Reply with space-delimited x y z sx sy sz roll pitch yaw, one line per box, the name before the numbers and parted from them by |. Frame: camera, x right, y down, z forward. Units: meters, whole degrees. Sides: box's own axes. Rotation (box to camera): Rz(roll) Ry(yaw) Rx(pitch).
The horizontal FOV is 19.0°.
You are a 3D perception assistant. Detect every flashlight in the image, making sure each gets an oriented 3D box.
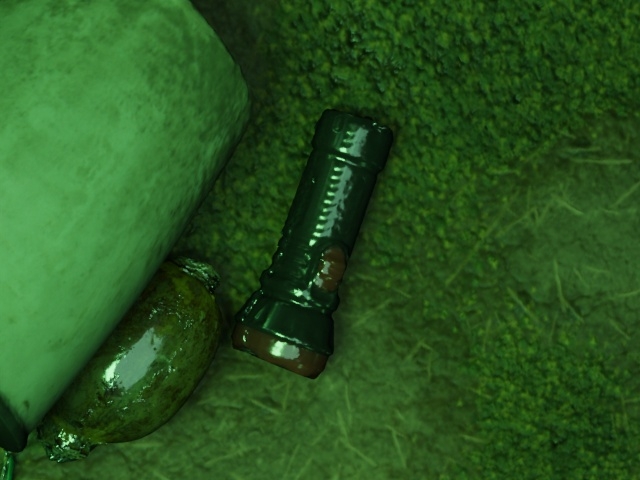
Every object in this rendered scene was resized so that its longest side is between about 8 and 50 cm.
flashlight | 0.000 0.000 1.665 0.093 0.093 0.232 22 88 -24

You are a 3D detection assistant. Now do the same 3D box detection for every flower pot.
flower pot | -0.228 -0.050 1.457 0.330 0.293 0.293 -47 112 -16

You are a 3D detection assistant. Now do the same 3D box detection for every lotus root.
lotus root | -0.161 0.100 1.597 0.120 0.120 0.209 42 80 -22

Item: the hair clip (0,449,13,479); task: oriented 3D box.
hair clip | -0.270 0.260 1.607 0.049 0.049 0.173 1 96 -23
